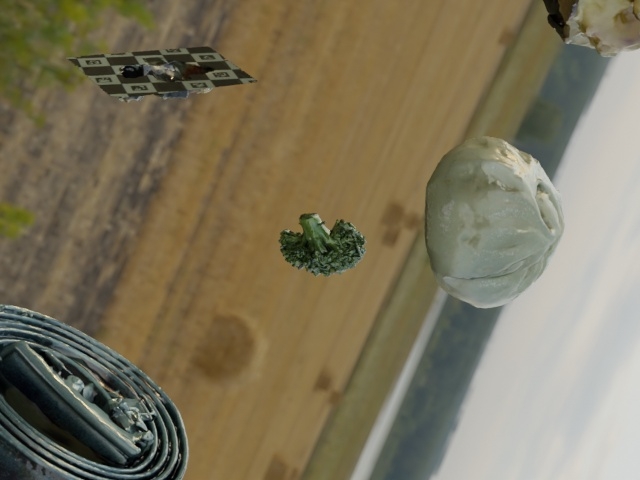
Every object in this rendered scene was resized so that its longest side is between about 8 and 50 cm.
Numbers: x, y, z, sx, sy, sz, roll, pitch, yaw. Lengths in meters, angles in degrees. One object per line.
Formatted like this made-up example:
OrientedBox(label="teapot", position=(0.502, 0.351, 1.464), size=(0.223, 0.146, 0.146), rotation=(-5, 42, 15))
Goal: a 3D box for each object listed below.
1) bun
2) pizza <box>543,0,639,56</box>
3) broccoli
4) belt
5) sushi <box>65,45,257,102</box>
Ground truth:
OrientedBox(label="bun", position=(0.187, -0.016, 1.564), size=(0.183, 0.102, 0.183), rotation=(0, 90, -46))
OrientedBox(label="pizza", position=(0.129, -0.250, 0.687), size=(0.287, 0.074, 0.251), rotation=(95, -15, -64))
OrientedBox(label="broccoli", position=(0.000, 0.000, 1.841), size=(0.097, 0.095, 0.092), rotation=(-125, -168, -65))
OrientedBox(label="belt", position=(-0.243, 0.157, 1.362), size=(0.116, 0.267, 0.206), rotation=(-54, -176, 26))
OrientedBox(label="sushi", position=(-0.214, -0.211, 2.090), size=(0.193, 0.210, 0.040), rotation=(40, -47, 54))
